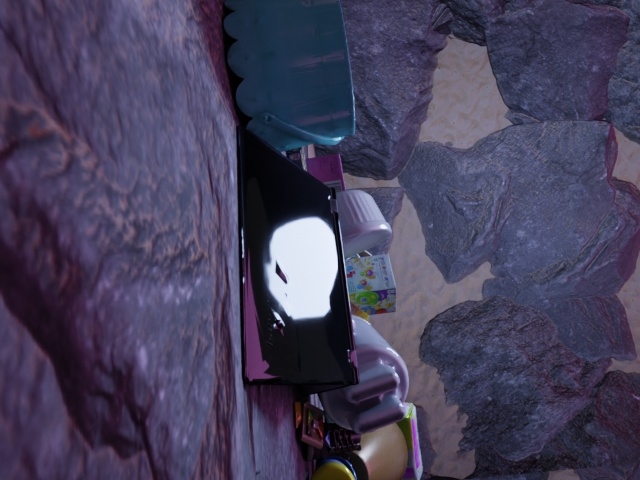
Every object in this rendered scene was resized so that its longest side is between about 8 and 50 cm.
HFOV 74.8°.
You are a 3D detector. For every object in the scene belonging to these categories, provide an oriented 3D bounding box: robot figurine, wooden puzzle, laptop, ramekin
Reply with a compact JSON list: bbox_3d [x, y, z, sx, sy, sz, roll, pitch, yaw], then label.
[{"bbox_3d":[0.074,0.296,0.981,0.353,0.199,0.300,-143,-137,-73],"label":"robot figurine"},{"bbox_3d":[-0.014,0.364,0.827,0.116,0.014,0.079,38,41,-41],"label":"wooden puzzle"},{"bbox_3d":[-0.077,0.081,0.779,0.408,0.236,0.382,134,-45,-57],"label":"laptop"},{"bbox_3d":[0.045,-0.033,1.128,0.273,0.272,0.127,68,3,-77],"label":"ramekin"}]

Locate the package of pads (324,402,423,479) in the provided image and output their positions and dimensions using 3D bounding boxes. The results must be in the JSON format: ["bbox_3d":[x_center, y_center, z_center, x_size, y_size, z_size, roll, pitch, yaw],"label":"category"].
[{"bbox_3d":[0.166,0.632,1.350,0.101,0.296,0.229,-19,102,-66],"label":"package of pads"}]

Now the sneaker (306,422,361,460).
[{"bbox_3d":[0.030,0.435,0.931,0.222,0.118,0.083,74,10,-67],"label":"sneaker"}]

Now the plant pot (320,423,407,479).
[{"bbox_3d":[0.098,0.584,1.106,0.254,0.237,0.237,38,43,-68],"label":"plant pot"}]

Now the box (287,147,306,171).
[{"bbox_3d":[-0.063,-0.194,1.357,0.159,0.044,0.233,-92,174,-64],"label":"box"}]

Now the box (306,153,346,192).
[{"bbox_3d":[0.032,-0.132,1.449,0.243,0.117,0.214,80,3,-55],"label":"box"}]

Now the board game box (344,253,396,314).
[{"bbox_3d":[0.100,0.158,1.380,0.142,0.275,0.144,79,5,-47],"label":"board game box"}]

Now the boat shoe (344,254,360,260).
[{"bbox_3d":[0.081,0.157,1.539,0.306,0.113,0.105,-55,-174,-31],"label":"boat shoe"}]

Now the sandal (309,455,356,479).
[{"bbox_3d":[0.049,0.611,0.913,0.138,0.126,0.318,-113,-163,-88],"label":"sandal"}]

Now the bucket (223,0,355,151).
[{"bbox_3d":[-0.044,-0.293,0.744,0.281,0.183,0.281,-7,90,-87],"label":"bucket"}]

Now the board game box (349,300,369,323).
[{"bbox_3d":[0.034,0.171,1.209,0.259,0.039,0.124,39,-20,28],"label":"board game box"}]

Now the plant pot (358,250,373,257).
[{"bbox_3d":[0.092,0.173,1.759,0.274,0.256,0.257,143,-58,-73],"label":"plant pot"}]
